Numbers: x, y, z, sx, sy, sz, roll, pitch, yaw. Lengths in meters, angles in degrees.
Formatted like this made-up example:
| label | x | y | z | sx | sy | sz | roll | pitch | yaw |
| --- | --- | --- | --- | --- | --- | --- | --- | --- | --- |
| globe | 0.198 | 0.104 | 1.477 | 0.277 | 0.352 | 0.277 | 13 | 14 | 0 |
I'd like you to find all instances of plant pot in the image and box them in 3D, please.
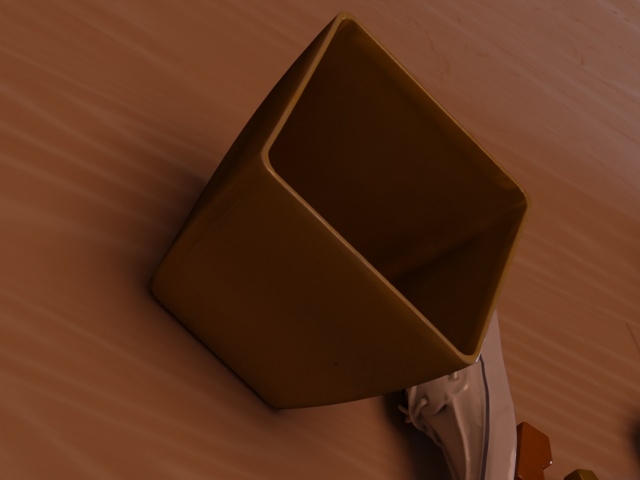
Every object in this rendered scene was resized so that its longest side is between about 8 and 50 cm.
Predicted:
| label | x | y | z | sx | sy | sz | roll | pitch | yaw |
| --- | --- | --- | --- | --- | --- | --- | --- | --- | --- |
| plant pot | 0.000 | 0.000 | 1.473 | 0.212 | 0.187 | 0.212 | 45 | 37 | -15 |

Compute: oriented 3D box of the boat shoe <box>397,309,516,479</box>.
| label | x | y | z | sx | sy | sz | roll | pitch | yaw |
| --- | --- | --- | --- | --- | --- | --- | --- | --- | --- |
| boat shoe | 0.101 | 0.121 | 1.587 | 0.084 | 0.095 | 0.258 | 1 | 44 | -7 |

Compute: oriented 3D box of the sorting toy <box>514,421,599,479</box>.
| label | x | y | z | sx | sy | sz | roll | pitch | yaw |
| --- | --- | --- | --- | --- | --- | --- | --- | --- | --- |
| sorting toy | 0.191 | 0.302 | 1.578 | 0.229 | 0.041 | 0.307 | 34 | 40 | -19 |
